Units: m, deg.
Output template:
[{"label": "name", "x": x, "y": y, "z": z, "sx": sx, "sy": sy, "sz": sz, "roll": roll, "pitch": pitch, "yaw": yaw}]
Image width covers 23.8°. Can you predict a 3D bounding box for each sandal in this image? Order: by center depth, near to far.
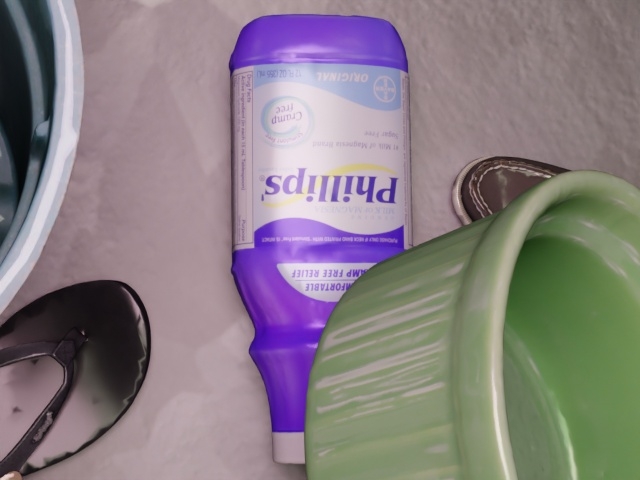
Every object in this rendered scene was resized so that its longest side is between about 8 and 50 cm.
[{"label": "sandal", "x": -0.212, "y": 0.117, "z": 0.958, "sx": 0.254, "sy": 0.054, "sz": 0.097, "roll": -35, "pitch": 88, "yaw": -9}]

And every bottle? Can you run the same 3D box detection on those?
[{"label": "bottle", "x": 0.000, "y": 0.000, "z": 0.974, "sx": 0.118, "sy": 0.092, "sz": 0.283, "roll": 1, "pitch": 84, "yaw": -8}]

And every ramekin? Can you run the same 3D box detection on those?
[{"label": "ramekin", "x": 0.128, "y": 0.124, "z": 0.880, "sx": 0.303, "sy": 0.148, "sz": 0.304, "roll": 23, "pitch": 59, "yaw": -44}]

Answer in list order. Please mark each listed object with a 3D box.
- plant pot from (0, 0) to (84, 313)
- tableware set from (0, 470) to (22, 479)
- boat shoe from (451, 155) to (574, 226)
[{"label": "plant pot", "x": -0.295, "y": -0.049, "z": 0.823, "sx": 0.341, "sy": 0.334, "sz": 0.341, "roll": 1, "pitch": 82, "yaw": -7}, {"label": "tableware set", "x": -0.239, "y": 0.229, "z": 0.930, "sx": 0.128, "sy": 0.039, "sz": 0.194, "roll": 6, "pitch": 91, "yaw": 8}, {"label": "boat shoe", "x": 0.195, "y": 0.007, "z": 1.007, "sx": 0.227, "sy": 0.069, "sz": 0.081, "roll": 29, "pitch": 81, "yaw": -2}]
